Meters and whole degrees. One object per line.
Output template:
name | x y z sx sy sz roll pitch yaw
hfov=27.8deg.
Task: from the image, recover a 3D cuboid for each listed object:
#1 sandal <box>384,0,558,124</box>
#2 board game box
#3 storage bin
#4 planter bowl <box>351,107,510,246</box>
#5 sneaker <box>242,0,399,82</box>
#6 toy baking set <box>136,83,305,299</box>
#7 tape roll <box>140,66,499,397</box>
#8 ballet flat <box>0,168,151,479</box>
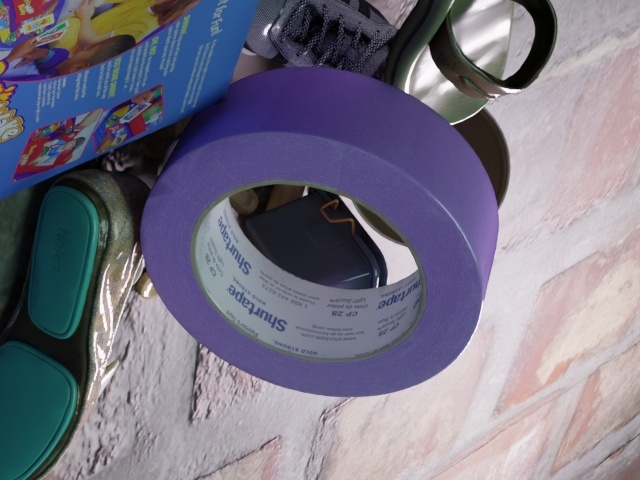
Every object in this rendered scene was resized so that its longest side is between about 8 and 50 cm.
sandal | 0.121 -0.149 0.929 0.120 0.086 0.303 -36 167 -14
board game box | -0.146 -0.149 0.785 0.233 0.078 0.347 -27 168 -22
storage bin | -0.010 0.015 1.202 0.091 0.135 0.098 -18 139 -22
planter bowl | 0.106 -0.068 1.306 0.162 0.162 0.109 -48 176 -1
sneaker | 0.019 -0.161 1.067 0.101 0.153 0.268 -56 149 11
toy baking set | -0.086 -0.034 1.196 0.197 0.030 0.256 -10 132 -47
tape roll | 0.000 0.000 1.031 0.090 0.275 0.275 -70 172 -46
ballet flat | -0.208 0.079 1.102 0.106 0.107 0.316 -24 145 -58
